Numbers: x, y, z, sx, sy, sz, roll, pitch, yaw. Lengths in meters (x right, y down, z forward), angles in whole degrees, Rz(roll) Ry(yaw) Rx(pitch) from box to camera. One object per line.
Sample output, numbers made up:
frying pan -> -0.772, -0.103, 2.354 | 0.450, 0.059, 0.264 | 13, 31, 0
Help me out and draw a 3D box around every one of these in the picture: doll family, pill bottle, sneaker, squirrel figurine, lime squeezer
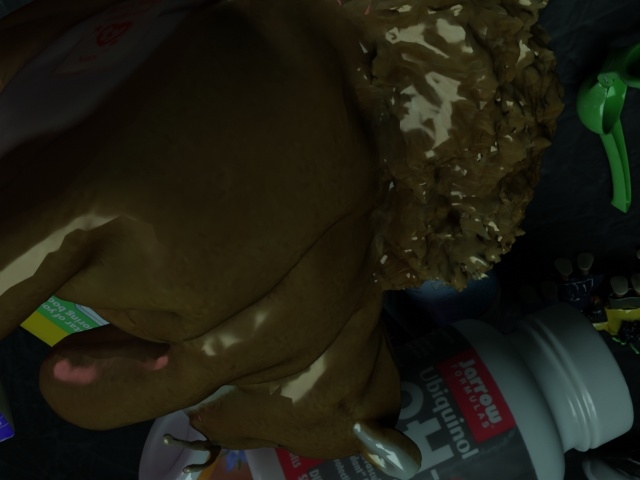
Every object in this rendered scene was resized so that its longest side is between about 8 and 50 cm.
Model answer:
doll family -> 0.283, 0.074, 0.836 | 0.193, 0.076, 0.111 | -3, 139, 13
pill bottle -> 0.104, 0.178, 0.724 | 0.319, 0.176, 0.176 | -24, 132, -5
sneaker -> 0.480, 0.291, 1.041 | 0.282, 0.105, 0.115 | 7, 105, -1
pill bottle -> -0.071, 0.250, 0.851 | 0.216, 0.121, 0.121 | 32, 128, -30
pill bottle -> 0.125, 0.036, 0.792 | 0.087, 0.087, 0.160 | -19, 130, 20
squirrel figurine -> 0.000, 0.000, 0.524 | 0.397, 0.281, 0.370 | -29, 129, 4
lime squeezer -> 0.262, -0.109, 0.621 | 0.110, 0.059, 0.310 | 46, 159, 9

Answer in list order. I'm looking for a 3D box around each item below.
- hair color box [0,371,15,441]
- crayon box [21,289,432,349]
hair color box -> -0.395, 0.043, 0.729 | 0.110, 0.185, 0.338 | -22, 142, -13
crayon box -> -0.112, 0.048, 0.805 | 0.313, 0.106, 0.363 | -24, 130, 26
